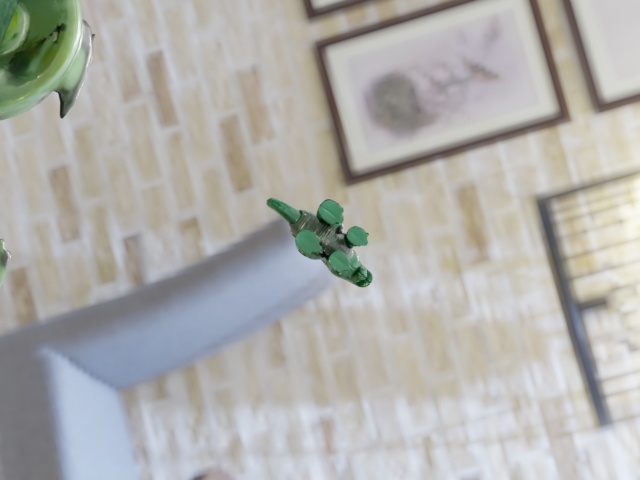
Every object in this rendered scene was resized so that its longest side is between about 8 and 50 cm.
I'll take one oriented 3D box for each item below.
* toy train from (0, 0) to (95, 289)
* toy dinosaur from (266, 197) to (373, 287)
[{"bbox_3d":[-0.225,-0.075,0.757,0.159,0.188,0.272,59,49,-72],"label":"toy train"},{"bbox_3d":[0.000,0.000,1.671,0.132,0.059,0.096,38,-13,0],"label":"toy dinosaur"}]
